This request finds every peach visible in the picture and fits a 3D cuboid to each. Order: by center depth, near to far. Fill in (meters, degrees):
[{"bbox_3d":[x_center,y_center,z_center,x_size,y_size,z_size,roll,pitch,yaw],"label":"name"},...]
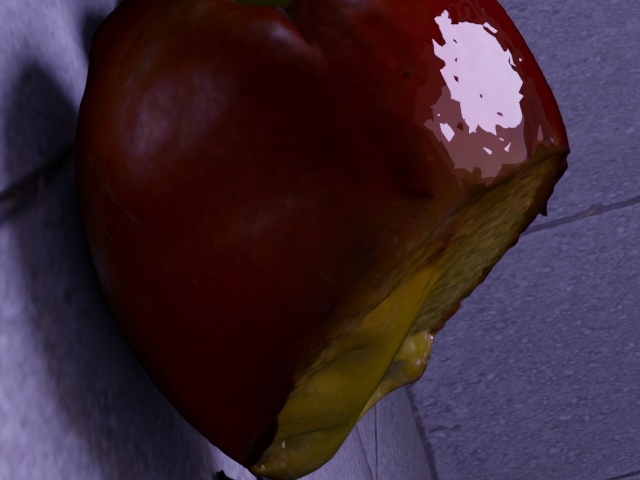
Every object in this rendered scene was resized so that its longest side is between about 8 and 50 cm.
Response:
[{"bbox_3d":[0.002,0.001,0.742,0.281,0.281,0.338,-97,174,-60],"label":"peach"}]

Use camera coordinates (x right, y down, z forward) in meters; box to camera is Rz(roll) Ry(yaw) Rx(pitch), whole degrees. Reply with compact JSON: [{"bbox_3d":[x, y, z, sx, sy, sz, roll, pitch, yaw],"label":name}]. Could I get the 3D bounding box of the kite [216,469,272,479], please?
[{"bbox_3d":[-0.046,0.163,1.016,0.285,0.015,0.152,61,14,-69],"label":"kite"}]
